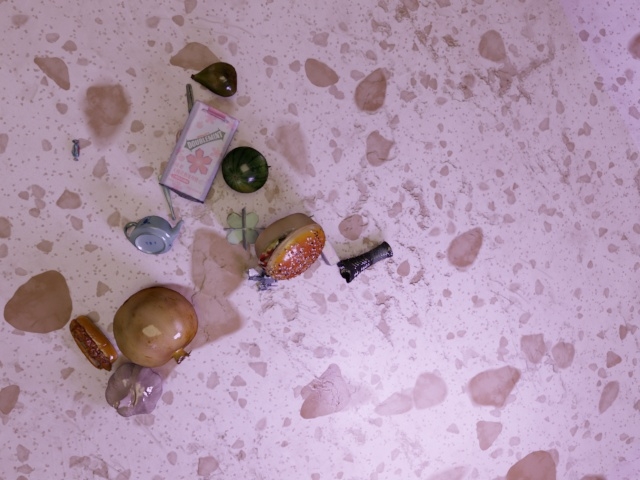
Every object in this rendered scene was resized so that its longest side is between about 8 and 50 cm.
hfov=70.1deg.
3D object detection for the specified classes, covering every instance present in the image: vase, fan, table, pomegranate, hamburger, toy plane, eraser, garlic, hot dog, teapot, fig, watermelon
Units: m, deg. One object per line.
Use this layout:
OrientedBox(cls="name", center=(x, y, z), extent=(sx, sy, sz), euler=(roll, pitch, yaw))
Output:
OrientedBox(cls="vase", center=(0.199, 0.087, 1.992), extent=(0.237, 0.115, 0.116), euler=(-26, 97, -16))
OrientedBox(cls="fan", center=(-0.617, -0.174, 1.845), extent=(0.038, 0.016, 0.193), euler=(-14, 93, -9))
OrientedBox(cls="table", center=(-0.305, -0.046, 1.822), extent=(0.166, 0.198, 0.167), euler=(0, 92, -12))
OrientedBox(cls="pomegranate", center=(-0.610, 0.332, 1.723), extent=(0.318, 0.319, 0.320), euler=(0, 92, -12))
OrientedBox(cls="hamburger", center=(-0.114, 0.033, 1.791), extent=(0.300, 0.300, 0.176), euler=(-34, 66, -10))
OrientedBox(cls="toy plane", center=(-0.205, 0.157, 1.912), extent=(0.233, 0.082, 0.160), euler=(5, 117, -12))
OrientedBox(cls="eraser", center=(0.000, 0.000, 1.943), extent=(0.052, 0.095, 0.225), euler=(-31, 97, -11))
OrientedBox(cls="garlic", center=(-0.723, 0.590, 1.744), extent=(0.218, 0.212, 0.219), euler=(0, 93, -6))
OrientedBox(cls="hot dog", center=(-0.880, 0.403, 1.772), extent=(0.102, 0.076, 0.249), euler=(-34, 97, -13))
OrientedBox(cls="teapot", center=(-0.655, -0.037, 1.787), extent=(0.231, 0.159, 0.159), euler=(-1, 92, -2))
OrientedBox(cls="fig", center=(-0.424, -0.645, 1.821), extent=(0.184, 0.126, 0.133), euler=(-2, 105, -16))
OrientedBox(cls="watermelon", center=(-0.298, -0.286, 1.832), extent=(0.187, 0.215, 0.188), euler=(5, 114, 12))

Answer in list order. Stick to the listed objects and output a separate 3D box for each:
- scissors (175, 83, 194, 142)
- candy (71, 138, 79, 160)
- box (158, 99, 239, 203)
OrientedBox(cls="scissors", center=(-0.514, -0.476, 1.854), extent=(0.159, 0.024, 0.318), euler=(-6, 94, -11))
OrientedBox(cls="candy", center=(-0.949, -0.349, 1.764), extent=(0.030, 0.020, 0.084), euler=(5, 92, -12))
OrientedBox(cls="box", center=(-0.478, -0.342, 1.803), extent=(0.190, 0.112, 0.370), euler=(25, 91, -14))
